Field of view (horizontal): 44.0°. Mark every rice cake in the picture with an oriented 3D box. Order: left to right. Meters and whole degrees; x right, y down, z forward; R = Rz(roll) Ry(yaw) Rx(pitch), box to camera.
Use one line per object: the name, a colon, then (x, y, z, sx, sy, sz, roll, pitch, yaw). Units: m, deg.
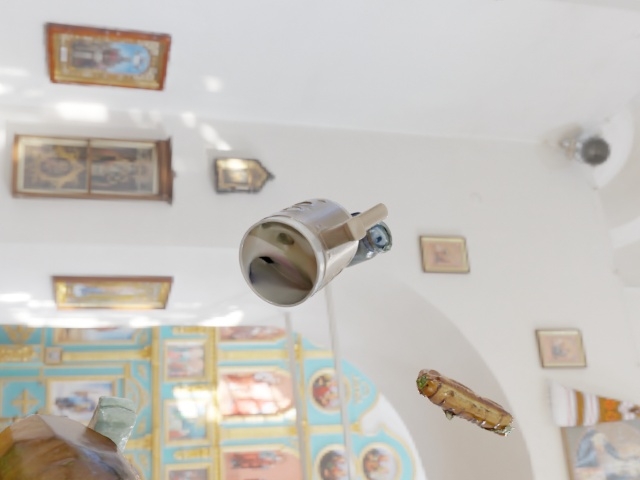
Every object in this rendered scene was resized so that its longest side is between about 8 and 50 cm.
rice cake: (-0.180, 0.181, 0.622, 0.170, 0.033, 0.029, -61, -150, 33)

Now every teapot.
teapot: (0.046, -0.003, 1.010, 0.083, 0.049, 0.063, -23, -95, 41)

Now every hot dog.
hot dog: (0.143, 0.165, 0.794, 0.037, 0.122, 0.049, -59, -166, 3)

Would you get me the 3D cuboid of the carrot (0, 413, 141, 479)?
carrot: (-0.111, 0.233, 0.471, 0.302, 0.114, 0.114, 43, -44, 28)

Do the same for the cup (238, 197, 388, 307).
cup: (-0.007, -0.005, 0.662, 0.102, 0.074, 0.099, -52, 172, 26)
